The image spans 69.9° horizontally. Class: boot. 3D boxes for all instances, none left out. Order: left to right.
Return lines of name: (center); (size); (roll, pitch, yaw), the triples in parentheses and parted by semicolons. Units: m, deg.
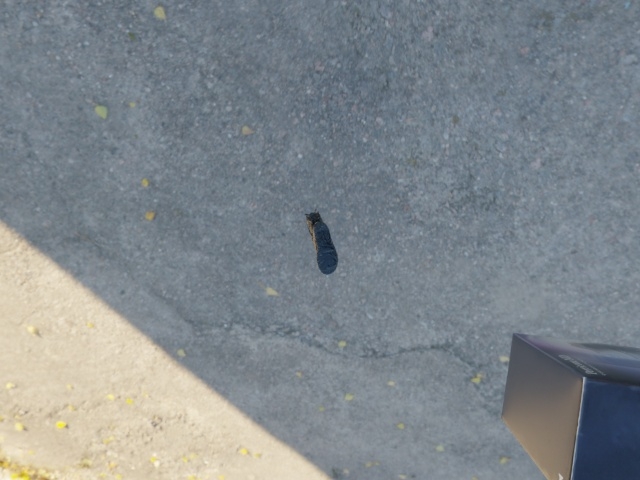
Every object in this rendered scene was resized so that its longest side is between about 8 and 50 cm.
boot: (0.000, 0.000, 0.958); (0.045, 0.099, 0.121); (-15, 110, -7)

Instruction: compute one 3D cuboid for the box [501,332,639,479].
box: (0.478, 0.270, 0.707); (0.294, 0.296, 0.182); (6, 90, 5)
